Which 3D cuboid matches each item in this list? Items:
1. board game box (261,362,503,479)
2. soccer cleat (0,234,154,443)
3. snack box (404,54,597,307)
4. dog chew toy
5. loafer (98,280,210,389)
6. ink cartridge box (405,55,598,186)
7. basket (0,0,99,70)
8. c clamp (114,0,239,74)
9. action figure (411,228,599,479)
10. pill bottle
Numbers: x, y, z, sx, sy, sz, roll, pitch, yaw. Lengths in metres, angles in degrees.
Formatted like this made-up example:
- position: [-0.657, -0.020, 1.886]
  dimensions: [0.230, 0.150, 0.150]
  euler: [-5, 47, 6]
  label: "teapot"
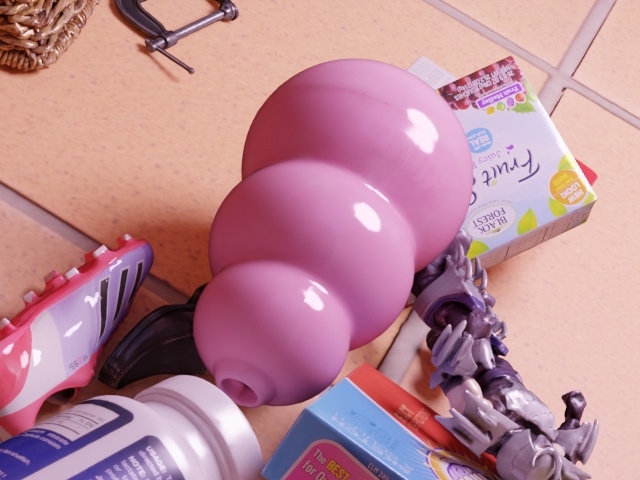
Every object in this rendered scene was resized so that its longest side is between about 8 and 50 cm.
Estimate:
- position: [0.124, 0.227, 1.232]
  dimensions: [0.316, 0.064, 0.242]
  euler: [35, 10, 7]
  label: "board game box"
- position: [-0.208, 0.079, 1.293]
  dimensions: [0.095, 0.083, 0.248]
  euler: [59, 36, -9]
  label: "soccer cleat"
- position: [0.135, -0.058, 1.523]
  dimensions: [0.207, 0.070, 0.175]
  euler: [-24, 72, -9]
  label: "snack box"
- position: [0.000, 0.000, 1.331]
  dimensions: [0.206, 0.207, 0.332]
  euler: [28, 54, 0]
  label: "dog chew toy"
- position: [-0.117, 0.088, 1.334]
  dimensions: [0.061, 0.062, 0.170]
  euler: [46, 45, 13]
  label: "loafer"
- position: [0.160, -0.080, 1.639]
  dimensions: [0.231, 0.078, 0.134]
  euler: [35, 42, 8]
  label: "ink cartridge box"
- position: [-0.349, -0.326, 1.606]
  dimensions: [0.213, 0.223, 0.299]
  euler: [-1, 38, 17]
  label: "basket"
- position: [-0.147, -0.240, 1.685]
  dimensions: [0.137, 0.022, 0.160]
  euler: [34, 42, 14]
  label: "c clamp"
- position: [0.148, 0.114, 1.336]
  dimensions: [0.185, 0.099, 0.285]
  euler: [48, 10, -32]
  label: "action figure"
- position: [-0.173, 0.201, 1.115]
  dimensions: [0.264, 0.153, 0.153]
  euler: [-26, 63, -43]
  label: "pill bottle"
